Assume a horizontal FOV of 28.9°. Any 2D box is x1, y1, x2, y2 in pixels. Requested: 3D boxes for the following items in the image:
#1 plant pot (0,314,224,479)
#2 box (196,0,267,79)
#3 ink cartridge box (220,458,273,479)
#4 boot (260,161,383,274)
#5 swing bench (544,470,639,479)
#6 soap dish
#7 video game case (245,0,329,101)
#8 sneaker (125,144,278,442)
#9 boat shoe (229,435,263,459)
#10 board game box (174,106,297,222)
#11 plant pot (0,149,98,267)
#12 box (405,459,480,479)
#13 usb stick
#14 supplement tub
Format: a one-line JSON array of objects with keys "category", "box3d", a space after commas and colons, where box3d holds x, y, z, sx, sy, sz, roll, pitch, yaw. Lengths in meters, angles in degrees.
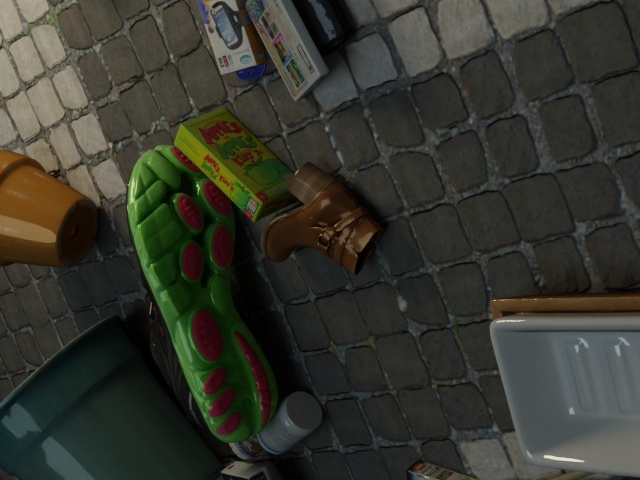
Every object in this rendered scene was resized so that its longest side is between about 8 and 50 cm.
[{"category": "plant pot", "box3d": [-0.369, 0.366, 2.169, 0.334, 0.341, 0.341, 46, 136, 6]}, {"category": "box", "box3d": [-0.126, -0.298, 1.792, 0.081, 0.028, 0.136, -8, 103, 46]}, {"category": "ink cartridge box", "box3d": [-0.097, 0.475, 2.097, 0.206, 0.045, 0.208, 65, 160, -3]}, {"category": "boot", "box3d": [0.000, 0.000, 1.792, 0.152, 0.073, 0.197, 41, 136, 16]}, {"category": "swing bench", "box3d": [0.354, 0.435, 1.607, 0.253, 0.165, 0.254, -33, 92, 47]}, {"category": "soap dish", "box3d": [0.359, 0.165, 1.492, 0.291, 0.118, 0.228, -4, 107, 45]}, {"category": "video game case", "box3d": [-0.048, -0.277, 1.691, 0.157, 0.019, 0.143, 62, 164, 0]}, {"category": "sneaker", "box3d": [-0.221, 0.090, 1.961, 0.202, 0.185, 0.482, -9, 95, 53]}, {"category": "boat shoe", "box3d": [-0.143, 0.273, 2.082, 0.066, 0.066, 0.183, -33, 87, 34]}, {"category": "board game box", "box3d": [-0.121, -0.114, 1.832, 0.181, 0.092, 0.043, 44, 135, 19]}, {"category": "plant pot", "box3d": [-0.504, -0.037, 2.183, 0.188, 0.205, 0.205, 18, 123, 19]}, {"category": "box", "box3d": [0.190, 0.438, 1.855, 0.114, 0.036, 0.207, 13, 119, 40]}, {"category": "usb stick", "box3d": [-0.043, -0.377, 1.657, 0.077, 0.045, 0.278, -27, 91, 48]}, {"category": "supplement tub", "box3d": [-0.051, 0.294, 1.990, 0.071, 0.071, 0.107, 55, 138, 8]}]
